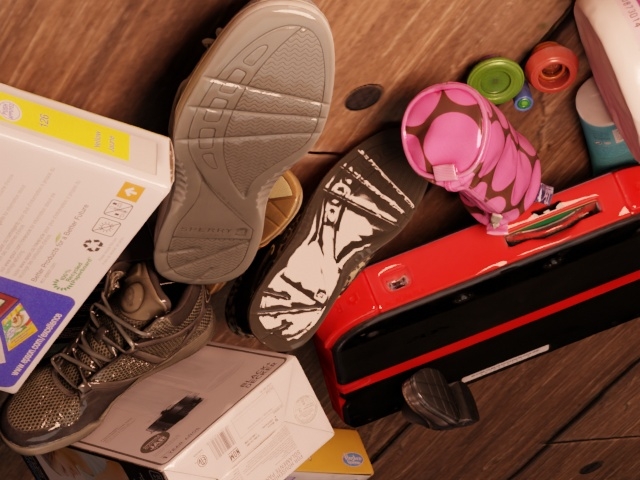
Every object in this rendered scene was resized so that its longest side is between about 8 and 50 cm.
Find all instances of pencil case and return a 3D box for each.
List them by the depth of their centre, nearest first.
[{"bbox_3d":[0.137,-0.070,1.674,0.095,0.098,0.209,8,172,23],"label":"pencil case"}]

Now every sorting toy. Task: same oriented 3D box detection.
[{"bbox_3d":[0.176,-0.151,1.672,0.102,0.042,0.061,-6,135,-3],"label":"sorting toy"}]

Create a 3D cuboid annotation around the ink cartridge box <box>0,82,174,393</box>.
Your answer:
[{"bbox_3d":[-0.321,-0.016,1.500,0.307,0.072,0.303,20,135,-24],"label":"ink cartridge box"}]

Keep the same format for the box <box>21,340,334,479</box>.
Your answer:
[{"bbox_3d":[-0.143,0.171,1.724,0.169,0.087,0.290,-40,-154,-29],"label":"box"}]

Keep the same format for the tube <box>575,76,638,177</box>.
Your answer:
[{"bbox_3d":[0.288,-0.099,1.826,0.080,0.052,0.207,-17,159,11],"label":"tube"}]

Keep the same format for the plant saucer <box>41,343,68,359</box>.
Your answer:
[{"bbox_3d":[-0.289,0.117,1.833,0.192,0.018,0.067,-1,146,-31],"label":"plant saucer"}]

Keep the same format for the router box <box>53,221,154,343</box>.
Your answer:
[{"bbox_3d":[-0.249,0.043,1.700,0.179,0.046,0.133,-4,146,-30],"label":"router box"}]

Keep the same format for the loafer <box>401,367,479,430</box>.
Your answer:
[{"bbox_3d":[0.114,0.176,1.986,0.061,0.062,0.170,-23,158,16],"label":"loafer"}]

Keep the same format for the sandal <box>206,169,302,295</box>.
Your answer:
[{"bbox_3d":[-0.068,-0.013,1.710,0.049,0.072,0.180,-17,157,-43],"label":"sandal"}]

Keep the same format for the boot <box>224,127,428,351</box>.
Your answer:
[{"bbox_3d":[-0.002,0.000,1.754,0.236,0.085,0.178,-53,-171,-11],"label":"boot"}]

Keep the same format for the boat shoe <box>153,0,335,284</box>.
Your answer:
[{"bbox_3d":[-0.072,-0.093,1.550,0.118,0.103,0.320,3,140,-15],"label":"boat shoe"}]

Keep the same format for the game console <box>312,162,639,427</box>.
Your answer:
[{"bbox_3d":[0.181,0.062,1.942,0.386,0.060,0.342,-21,159,-3],"label":"game console"}]

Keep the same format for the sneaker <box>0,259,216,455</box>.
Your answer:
[{"bbox_3d":[-0.193,0.091,1.657,0.227,0.087,0.130,-33,152,-18],"label":"sneaker"}]

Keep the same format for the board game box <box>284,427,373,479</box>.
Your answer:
[{"bbox_3d":[-0.130,0.297,2.204,0.316,0.064,0.242,11,138,-45],"label":"board game box"}]

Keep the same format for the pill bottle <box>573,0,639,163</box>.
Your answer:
[{"bbox_3d":[0.383,-0.190,1.602,0.301,0.169,0.169,-23,152,3],"label":"pill bottle"}]
